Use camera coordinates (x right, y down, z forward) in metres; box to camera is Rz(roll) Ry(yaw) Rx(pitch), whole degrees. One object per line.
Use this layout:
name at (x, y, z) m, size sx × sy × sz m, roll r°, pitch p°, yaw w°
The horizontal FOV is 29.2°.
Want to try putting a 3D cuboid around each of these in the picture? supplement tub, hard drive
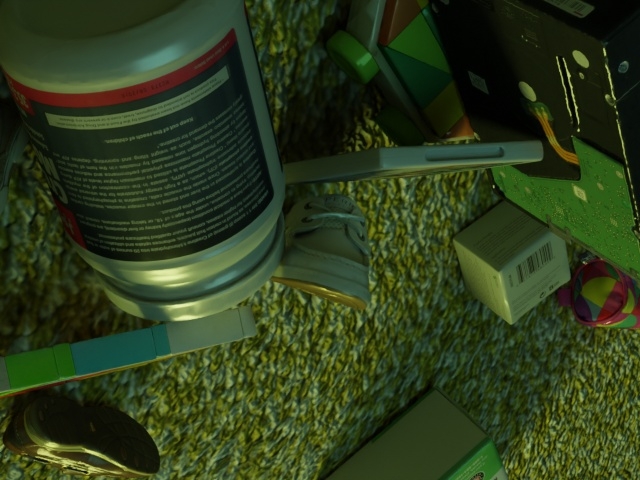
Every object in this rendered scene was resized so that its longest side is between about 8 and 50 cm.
supplement tub at (-0.133, -0.088, 0.987) m, size 0.191 × 0.191 × 0.272 m, roll -31°, pitch 134°, yaw -21°
hard drive at (0.222, -0.119, 1.139) m, size 0.064 × 0.237 × 0.339 m, roll -39°, pitch 136°, yaw -13°

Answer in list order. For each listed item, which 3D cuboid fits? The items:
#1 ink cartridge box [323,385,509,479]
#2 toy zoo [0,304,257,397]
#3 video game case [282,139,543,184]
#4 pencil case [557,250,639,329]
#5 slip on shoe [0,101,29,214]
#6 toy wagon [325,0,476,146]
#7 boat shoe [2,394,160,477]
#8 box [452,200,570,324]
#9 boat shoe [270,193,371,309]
ink cartridge box at (0.143, 0.360, 1.589) m, size 0.211 × 0.121 × 0.289 m, roll -40°, pitch 137°, yaw -12°
toy zoo at (-0.191, 0.102, 1.087) m, size 0.293 × 0.192 × 0.030 m, roll -10°, pitch 84°, yaw -39°
video game case at (0.078, -0.074, 1.173) m, size 0.183 × 0.201 × 0.023 m, roll -5°, pitch 90°, yaw -31°
pencil case at (0.430, 0.077, 1.662) m, size 0.236 × 0.104 × 0.104 m, roll 10°, pitch 111°, yaw -42°
slip on shoe at (-0.266, -0.055, 0.963) m, size 0.041 × 0.051 × 0.135 m, roll 46°, pitch 45°, yaw -36°
toy wagon at (0.161, -0.208, 1.249) m, size 0.267 × 0.068 × 0.344 m, roll -46°, pitch 137°, yaw -5°
boat shoe at (-0.233, 0.199, 1.207) m, size 0.060 × 0.064 × 0.178 m, roll -32°, pitch 143°, yaw 25°
box at (0.227, 0.021, 1.451) m, size 0.101 × 0.087 × 0.102 m, roll -36°, pitch 136°, yaw -16°
boat shoe at (0.000, 0.000, 1.148) m, size 0.098 × 0.277 × 0.096 m, roll 21°, pitch 92°, yaw -10°
